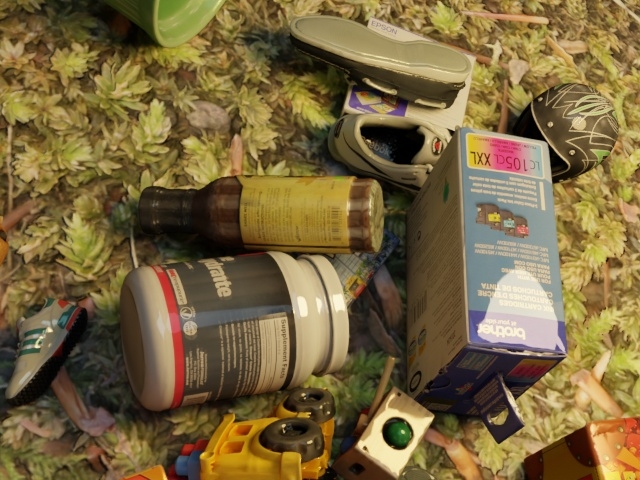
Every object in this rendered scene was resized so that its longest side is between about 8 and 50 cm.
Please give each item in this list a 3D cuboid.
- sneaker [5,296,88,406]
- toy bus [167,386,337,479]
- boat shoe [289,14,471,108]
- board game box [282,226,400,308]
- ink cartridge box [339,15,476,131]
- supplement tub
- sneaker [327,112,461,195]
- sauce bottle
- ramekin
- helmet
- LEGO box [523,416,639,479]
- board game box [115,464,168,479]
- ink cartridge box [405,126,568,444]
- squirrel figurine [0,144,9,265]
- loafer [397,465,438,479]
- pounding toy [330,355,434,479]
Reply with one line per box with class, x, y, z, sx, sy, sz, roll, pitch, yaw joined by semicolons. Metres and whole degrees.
sneaker;-0.379;0.143;1.347;0.075;0.057;0.161;23;59;13
toy bus;-0.088;0.286;1.314;0.211;0.149;0.220;0;18;11
boat shoe;0.089;-0.281;1.640;0.302;0.091;0.114;16;41;-6
board game box;0.000;0.000;1.539;0.194;0.060;0.194;39;59;2
ink cartridge box;0.151;-0.259;1.728;0.206;0.045;0.208;20;62;-8
supplement tub;-0.119;0.116;1.362;0.272;0.191;0.191;-7;67;-22
sneaker;0.180;-0.122;1.598;0.330;0.146;0.122;13;86;-9
sauce bottle;-0.086;-0.039;1.434;0.344;0.111;0.111;3;61;11
ramekin;-0.226;-0.464;1.562;0.148;0.303;0.303;32;58;7
helmet;0.419;-0.187;1.716;0.169;0.161;0.169;8;62;-15
LEGO box;0.536;0.501;1.393;0.372;0.193;0.500;-1;65;-19
board game box;-0.292;0.489;1.016;0.356;0.356;0.356;-16;71;-26
ink cartridge box;0.224;0.082;1.452;0.151;0.270;0.395;8;62;-9
squirrel figurine;-0.593;-0.048;1.280;0.397;0.281;0.370;-25;85;-13
loafer;0.091;0.415;1.310;0.096;0.084;0.267;30;43;2
pounding toy;0.082;0.255;1.391;0.100;0.141;0.130;36;58;2
